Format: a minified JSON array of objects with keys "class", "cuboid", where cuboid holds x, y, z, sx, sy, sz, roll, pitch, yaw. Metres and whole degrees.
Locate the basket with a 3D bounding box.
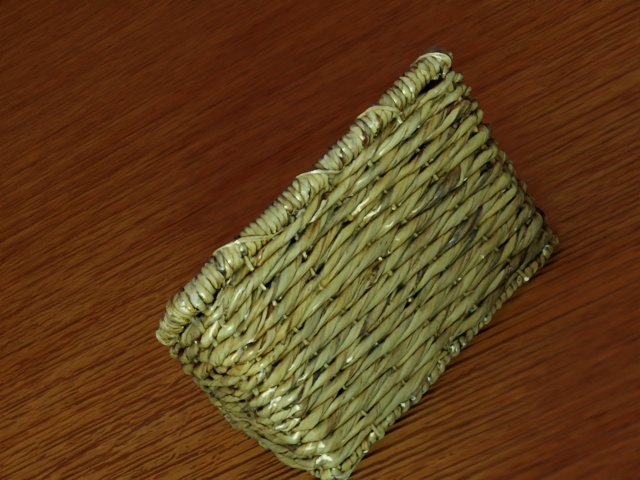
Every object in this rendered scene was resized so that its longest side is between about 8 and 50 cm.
[{"class":"basket","cuboid":[0.000,0.000,1.090,0.299,0.223,0.213,-46,32,-14]}]
